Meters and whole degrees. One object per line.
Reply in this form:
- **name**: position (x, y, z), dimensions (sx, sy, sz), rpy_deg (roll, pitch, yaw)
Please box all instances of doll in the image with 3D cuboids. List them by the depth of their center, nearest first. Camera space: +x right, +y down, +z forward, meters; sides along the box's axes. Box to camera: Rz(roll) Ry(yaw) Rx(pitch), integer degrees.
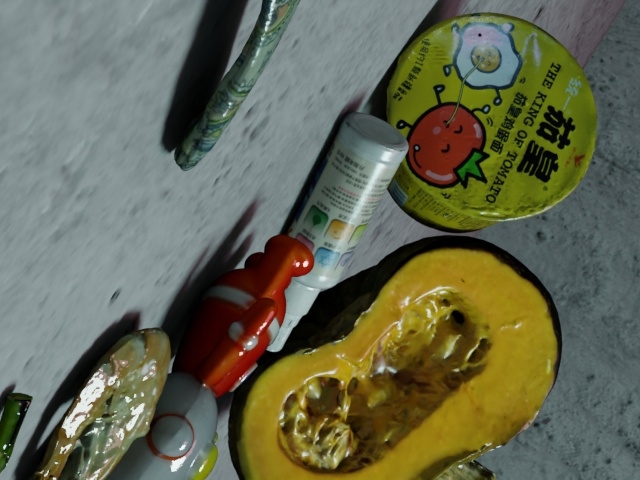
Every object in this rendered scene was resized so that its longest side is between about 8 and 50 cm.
- **doll**: position (-0.087, 0.102, 0.936), dimensions (0.245, 0.076, 0.142), rpy_deg (-59, -172, -24)

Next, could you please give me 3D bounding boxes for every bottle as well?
- **bottle**: position (0.000, 0.000, 1.102), dimensions (0.217, 0.060, 0.060), rpy_deg (-63, 169, 24)

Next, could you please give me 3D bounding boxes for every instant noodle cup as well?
- **instant noodle cup**: position (0.132, -0.089, 1.185), dimensions (0.182, 0.182, 0.144), rpy_deg (-55, -179, -16)

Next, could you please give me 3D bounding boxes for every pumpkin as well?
- **pumpkin**: position (0.063, 0.150, 1.265), dimensions (0.325, 0.242, 0.232), rpy_deg (-32, 179, -12)

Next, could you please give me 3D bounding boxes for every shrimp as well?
- **shrimp**: position (-0.146, 0.128, 0.822), dimensions (0.180, 0.041, 0.099), rpy_deg (-55, 169, -15)

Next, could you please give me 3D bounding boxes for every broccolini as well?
- **broccolini**: position (-0.188, 0.140, 0.722), dimensions (0.035, 0.030, 0.140), rpy_deg (8, 114, -40)

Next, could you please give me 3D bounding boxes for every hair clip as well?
- **hair clip**: position (-0.029, -0.117, 0.654), dimensions (0.066, 0.036, 0.229), rpy_deg (-57, 173, -46)
